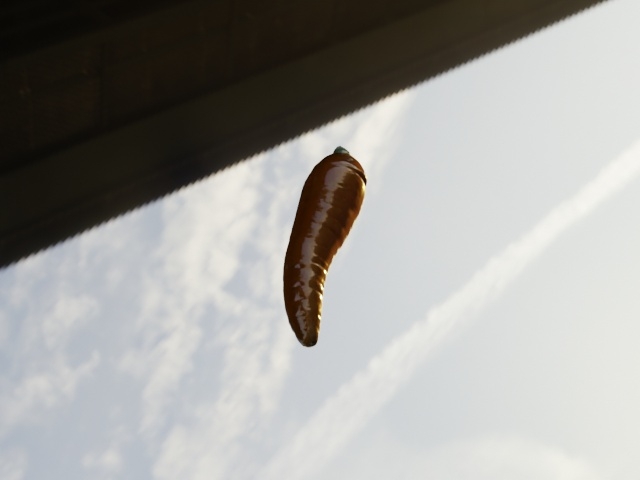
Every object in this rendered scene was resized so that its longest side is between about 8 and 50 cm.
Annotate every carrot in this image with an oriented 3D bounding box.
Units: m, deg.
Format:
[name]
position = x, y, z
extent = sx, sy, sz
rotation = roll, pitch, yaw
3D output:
[carrot]
position = 0.000, 0.000, 0.663
extent = 0.035, 0.035, 0.142
rotation = 88, -166, -47
